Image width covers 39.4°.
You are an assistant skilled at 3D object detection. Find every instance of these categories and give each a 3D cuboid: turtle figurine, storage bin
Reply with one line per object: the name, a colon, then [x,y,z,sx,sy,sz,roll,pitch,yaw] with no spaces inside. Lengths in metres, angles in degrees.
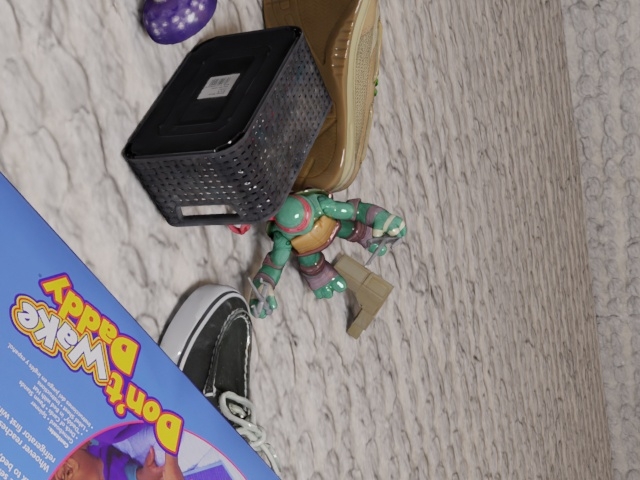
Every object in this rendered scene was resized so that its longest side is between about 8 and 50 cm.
turtle figurine: [0.000,0.000,0.919,0.118,0.175,0.234,67,11,13]
storage bin: [-0.078,-0.105,0.805,0.084,0.122,0.180,63,37,-39]

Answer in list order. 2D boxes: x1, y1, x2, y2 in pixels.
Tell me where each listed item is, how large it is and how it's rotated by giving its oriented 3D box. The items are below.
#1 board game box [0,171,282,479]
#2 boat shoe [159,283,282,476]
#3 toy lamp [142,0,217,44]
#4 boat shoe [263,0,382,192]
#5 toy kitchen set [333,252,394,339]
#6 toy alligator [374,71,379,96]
board game box: [-0.134,0.132,0.383,0.347,0.078,0.233,53,29,-22]
boat shoe: [-0.095,0.181,0.778,0.113,0.105,0.306,54,43,-48]
toy lamp: [-0.177,-0.264,0.679,0.275,0.080,0.080,52,45,-49]
boat shoe: [0.009,-0.222,0.995,0.110,0.121,0.341,-6,104,-66]
toy kitchen set: [0.047,0.063,1.132,0.068,0.075,0.083,-49,170,-48]
toy alligator: [0.051,-0.228,1.129,0.056,0.051,0.190,30,62,-59]
